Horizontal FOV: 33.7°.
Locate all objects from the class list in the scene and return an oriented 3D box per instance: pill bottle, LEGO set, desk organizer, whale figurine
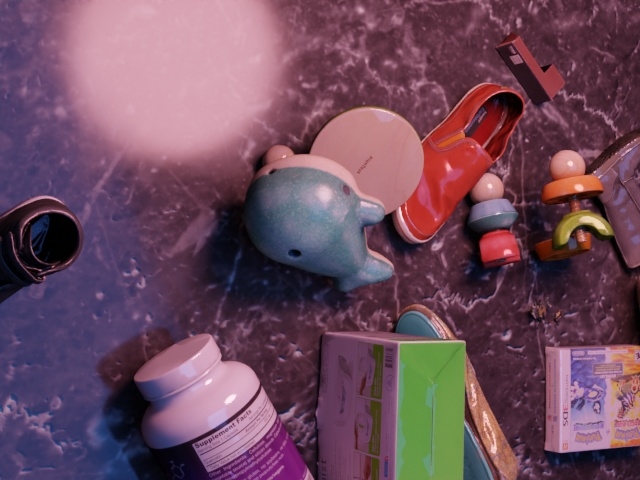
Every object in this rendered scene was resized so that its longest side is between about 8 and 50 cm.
[{"bbox_3d":[-0.134,0.301,1.503,0.181,0.181,0.323,-34,104,-25],"label":"pill bottle"},{"bbox_3d":[0.398,0.128,1.889,0.083,0.023,0.054,44,71,-35],"label":"LEGO set"},{"bbox_3d":[0.373,-0.309,1.869,0.050,0.047,0.130,-47,110,-24],"label":"desk organizer"},{"bbox_3d":[0.000,0.000,1.567,0.272,0.216,0.141,51,34,-35],"label":"whale figurine"}]

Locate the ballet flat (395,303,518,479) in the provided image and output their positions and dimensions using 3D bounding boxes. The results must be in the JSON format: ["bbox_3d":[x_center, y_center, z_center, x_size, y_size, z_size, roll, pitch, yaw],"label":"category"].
[{"bbox_3d":[0.226,0.266,1.727,0.123,0.123,0.348,-18,79,-28],"label":"ballet flat"}]

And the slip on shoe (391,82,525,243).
[{"bbox_3d":[0.229,-0.135,1.757,0.123,0.101,0.331,45,71,-22],"label":"slip on shoe"}]

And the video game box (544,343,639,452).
[{"bbox_3d":[0.498,0.285,1.922,0.205,0.048,0.187,1,90,-28],"label":"video game box"}]

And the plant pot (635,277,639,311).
[{"bbox_3d":[0.718,0.165,1.922,0.323,0.323,0.280,-19,82,-27],"label":"plant pot"}]

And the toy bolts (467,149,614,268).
[{"bbox_3d":[0.363,-0.050,1.814,0.228,0.218,0.158,-11,80,4],"label":"toy bolts"}]

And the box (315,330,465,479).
[{"bbox_3d":[0.100,0.274,1.601,0.127,0.231,0.262,2,87,-28],"label":"box"}]

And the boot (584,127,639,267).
[{"bbox_3d":[0.591,-0.082,1.966,0.189,0.076,0.208,-39,100,-9],"label":"boot"}]

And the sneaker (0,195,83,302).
[{"bbox_3d":[-0.430,0.043,1.369,0.296,0.147,0.104,-43,110,-21],"label":"sneaker"}]

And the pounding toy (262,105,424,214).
[{"bbox_3d":[0.039,-0.124,1.669,0.237,0.110,0.183,-25,114,3],"label":"pounding toy"}]
